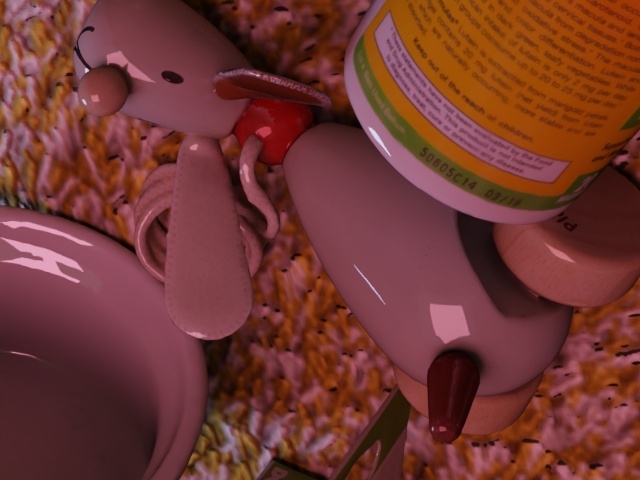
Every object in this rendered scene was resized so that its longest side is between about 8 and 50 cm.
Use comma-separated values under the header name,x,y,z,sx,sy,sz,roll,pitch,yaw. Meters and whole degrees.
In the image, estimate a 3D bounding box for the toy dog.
name,x,y,z,sx,sy,sz,roll,pitch,yaw
toy dog,0.000,0.000,0.854,0.333,0.161,0.220,15,126,19

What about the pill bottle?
name,x,y,z,sx,sy,sz,roll,pitch,yaw
pill bottle,0.124,-0.131,0.717,0.136,0.136,0.246,38,131,1

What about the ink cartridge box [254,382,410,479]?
name,x,y,z,sx,sy,sz,roll,pitch,yaw
ink cartridge box,-0.030,0.201,0.986,0.097,0.189,0.255,20,126,18

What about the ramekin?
name,x,y,z,sx,sy,sz,roll,pitch,yaw
ramekin,-0.211,0.119,0.981,0.277,0.277,0.135,25,136,12
